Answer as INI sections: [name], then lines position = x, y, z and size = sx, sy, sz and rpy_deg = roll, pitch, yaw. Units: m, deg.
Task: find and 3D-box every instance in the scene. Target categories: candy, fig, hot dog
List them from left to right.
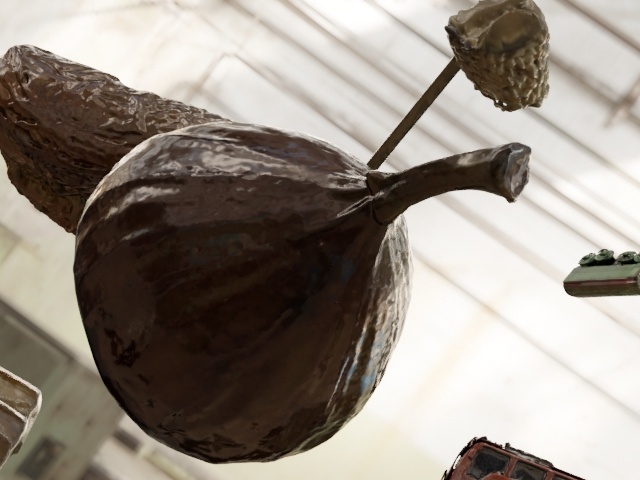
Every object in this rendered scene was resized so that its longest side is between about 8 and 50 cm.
[hot dog]
position = -0.243, -0.099, 1.822
size = 0.387, 0.174, 0.267
rpy_deg = 20, -20, 10
[fig]
position = 0.000, 0.000, 0.884
size = 0.217, 0.217, 0.321
rpy_deg = 39, -45, -20
[candy]
position = 0.167, -0.173, 1.375
size = 0.095, 0.085, 0.110
rpy_deg = 58, -7, 46

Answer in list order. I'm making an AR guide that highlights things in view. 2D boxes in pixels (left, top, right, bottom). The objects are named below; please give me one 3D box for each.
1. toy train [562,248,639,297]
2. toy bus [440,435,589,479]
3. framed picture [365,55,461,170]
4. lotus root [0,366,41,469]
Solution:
[toy train]
position = 0.394, 0.045, 2.028
size = 0.038, 0.071, 0.148
rpy_deg = 49, -29, -23
[toy bus]
position = 0.242, 0.286, 1.582
size = 0.235, 0.096, 0.073
rpy_deg = 21, -30, 20
[framed picture]
position = 0.140, -0.183, 1.776
size = 0.020, 0.211, 0.289
rpy_deg = 39, -53, -1
[lotus root]
position = -0.406, 0.272, 1.420
size = 0.111, 0.375, 0.390
rpy_deg = 38, 13, -10
